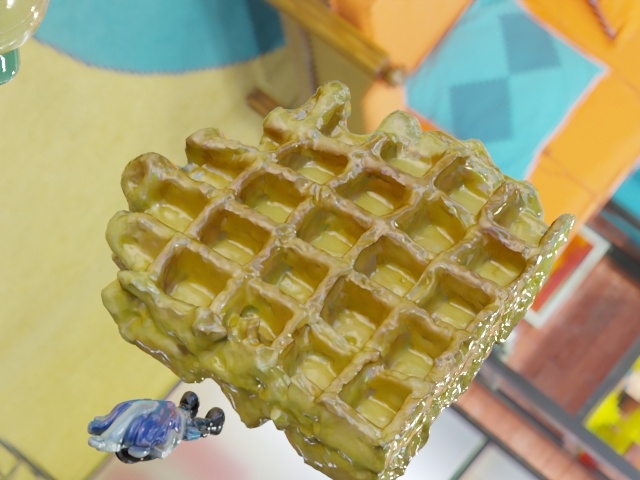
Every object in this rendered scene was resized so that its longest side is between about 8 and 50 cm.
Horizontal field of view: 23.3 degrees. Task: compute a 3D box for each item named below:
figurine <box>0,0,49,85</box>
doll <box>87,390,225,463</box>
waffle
[{"bbox_3d":[-0.249,-0.270,1.114,0.124,0.325,0.222,-9,147,-2],"label":"figurine"},{"bbox_3d":[-0.180,0.201,1.642,0.195,0.096,0.070,-7,115,-58],"label":"doll"},{"bbox_3d":[0.000,0.000,0.828,0.229,0.219,0.057,-47,157,-37],"label":"waffle"}]
